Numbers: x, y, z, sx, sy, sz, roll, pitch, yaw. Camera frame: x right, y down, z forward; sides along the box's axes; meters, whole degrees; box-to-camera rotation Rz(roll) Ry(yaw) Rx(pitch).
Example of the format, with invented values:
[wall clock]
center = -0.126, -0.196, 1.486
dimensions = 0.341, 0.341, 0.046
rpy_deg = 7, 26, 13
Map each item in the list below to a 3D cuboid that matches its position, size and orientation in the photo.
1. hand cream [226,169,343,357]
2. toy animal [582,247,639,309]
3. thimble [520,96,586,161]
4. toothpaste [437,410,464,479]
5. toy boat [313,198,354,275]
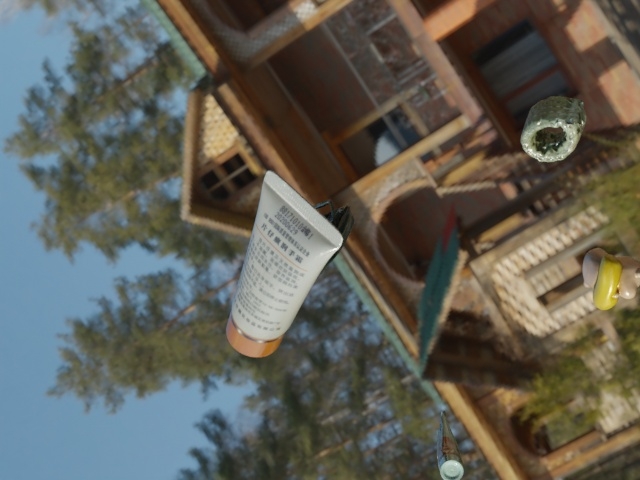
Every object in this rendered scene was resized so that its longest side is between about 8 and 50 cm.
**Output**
[hand cream]
center = -0.066, 0.042, 1.391
dimensions = 0.140, 0.314, 0.089
rpy_deg = 44, -127, 15
[toy animal]
center = 0.457, 0.059, 1.547
dimensions = 0.114, 0.082, 0.091
rpy_deg = -135, 42, -77
[thimble]
center = 0.359, -0.172, 1.535
dimensions = 0.084, 0.110, 0.062
rpy_deg = 34, -122, -14
[toothpaste]
center = 0.192, 0.315, 1.522
dimensions = 0.205, 0.036, 0.056
rpy_deg = -67, -22, -82
[toy boat]
center = 0.000, 0.000, 2.158
dimensions = 0.103, 0.093, 0.246
rpy_deg = 57, -148, -19
